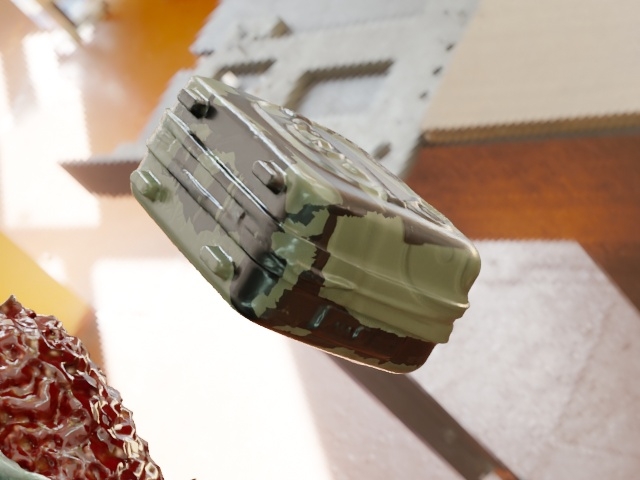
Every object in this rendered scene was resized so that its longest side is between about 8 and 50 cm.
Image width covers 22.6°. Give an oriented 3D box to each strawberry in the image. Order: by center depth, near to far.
[{"bbox_3d":[-0.290,0.229,1.631,0.292,0.343,0.292,-50,6,8],"label":"strawberry"}]

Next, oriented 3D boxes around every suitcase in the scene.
[{"bbox_3d":[0.000,0.000,1.650,0.194,0.339,0.351,-60,38,11],"label":"suitcase"}]

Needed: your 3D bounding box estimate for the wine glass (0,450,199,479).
[{"bbox_3d":[-0.199,0.118,0.880,0.262,0.074,0.074,20,61,9],"label":"wine glass"}]
